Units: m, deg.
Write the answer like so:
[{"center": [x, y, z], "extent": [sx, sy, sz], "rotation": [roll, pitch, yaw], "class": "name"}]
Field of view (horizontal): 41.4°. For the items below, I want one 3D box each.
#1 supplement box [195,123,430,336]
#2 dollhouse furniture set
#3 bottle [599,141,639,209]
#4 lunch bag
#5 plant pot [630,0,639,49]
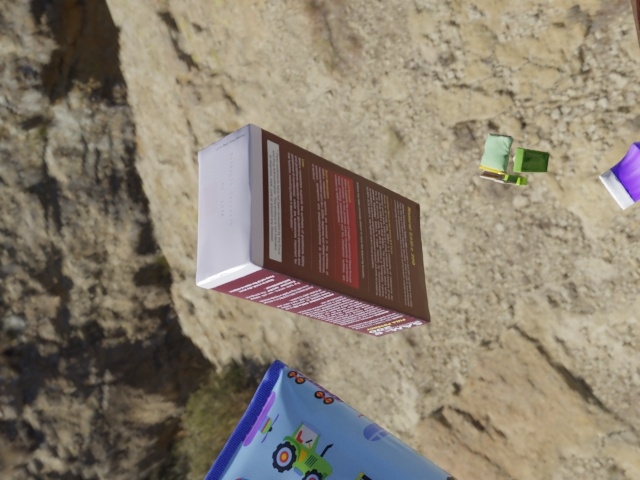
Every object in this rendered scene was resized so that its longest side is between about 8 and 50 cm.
[{"center": [0.000, 0.000, 0.776], "extent": [0.073, 0.239, 0.130], "rotation": [-22, 60, 38], "class": "supplement box"}, {"center": [0.294, -0.131, 1.367], "extent": [0.151, 0.058, 0.076], "rotation": [23, 109, 58], "class": "dollhouse furniture set"}, {"center": [0.565, -0.154, 1.291], "extent": [0.282, 0.118, 0.092], "rotation": [-36, 68, 16], "class": "bottle"}, {"center": [-0.019, 0.270, 0.577], "extent": [0.221, 0.293, 0.138], "rotation": [28, 163, 39], "class": "lunch bag"}, {"center": [0.405, -0.290, 0.663], "extent": [0.236, 0.267, 0.268], "rotation": [82, -175, -72], "class": "plant pot"}]
